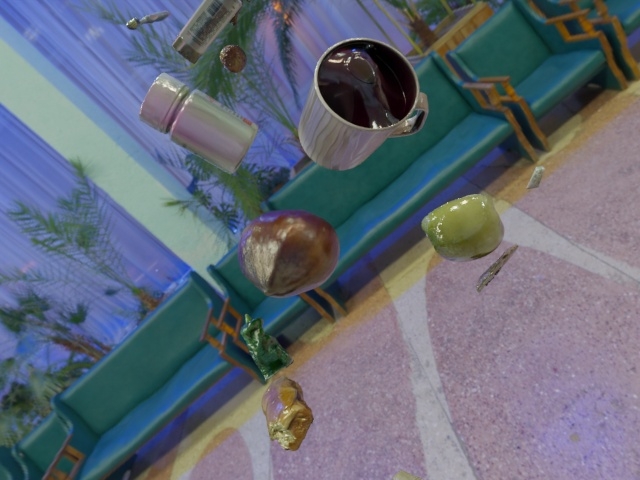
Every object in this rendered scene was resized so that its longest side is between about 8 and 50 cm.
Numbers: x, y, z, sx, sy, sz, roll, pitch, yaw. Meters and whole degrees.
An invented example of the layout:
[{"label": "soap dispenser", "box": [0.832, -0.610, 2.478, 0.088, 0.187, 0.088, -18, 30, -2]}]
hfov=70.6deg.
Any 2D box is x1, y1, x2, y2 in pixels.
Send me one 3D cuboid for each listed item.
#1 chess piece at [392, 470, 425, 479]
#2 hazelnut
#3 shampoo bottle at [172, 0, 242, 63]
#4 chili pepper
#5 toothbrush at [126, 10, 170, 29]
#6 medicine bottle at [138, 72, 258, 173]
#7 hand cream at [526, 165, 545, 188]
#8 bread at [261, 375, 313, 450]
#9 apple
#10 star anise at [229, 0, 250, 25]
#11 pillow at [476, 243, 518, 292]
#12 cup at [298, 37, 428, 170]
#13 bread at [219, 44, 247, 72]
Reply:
[{"label": "chess piece", "box": [0.286, 0.656, 1.088, 0.137, 0.137, 0.301, -52, 17, -21]}, {"label": "hazelnut", "box": [-0.132, 0.045, 1.765, 0.409, 0.359, 0.359, -9, 37, 31]}, {"label": "shampoo bottle", "box": [-0.330, -0.625, 1.306, 0.227, 0.086, 0.056, -42, 34, 21]}, {"label": "chili pepper", "box": [-0.238, 0.419, 1.848, 0.136, 0.270, 0.099, -31, 4, 5]}, {"label": "toothbrush", "box": [-0.537, -0.702, 1.430, 0.037, 0.028, 0.375, -26, 28, 14]}, {"label": "medicine bottle", "box": [-0.444, -0.427, 1.667, 0.219, 0.388, 0.219, -54, 18, 27]}, {"label": "hand cream", "box": [0.971, -0.279, 2.027, 0.061, 0.143, 0.039, -10, 58, 2]}, {"label": "bread", "box": [-0.143, 0.675, 1.806, 0.195, 0.149, 0.344, -66, 12, -3]}, {"label": "apple", "box": [0.525, -0.036, 1.645, 0.258, 0.233, 0.295, -30, -6, 14]}, {"label": "star anise", "box": [-0.345, -0.949, 1.600, 0.148, 0.346, 0.237, -26, 3, 19]}, {"label": "pillow", "box": [0.672, 0.101, 1.721, 0.232, 0.043, 0.126, -34, -22, -35]}, {"label": "cup", "box": [0.097, -0.310, 1.044, 0.288, 0.208, 0.273, -29, -3, -18]}, {"label": "bread", "box": [-0.273, -0.577, 1.432, 0.085, 0.085, 0.053, -48, 48, -11]}]
